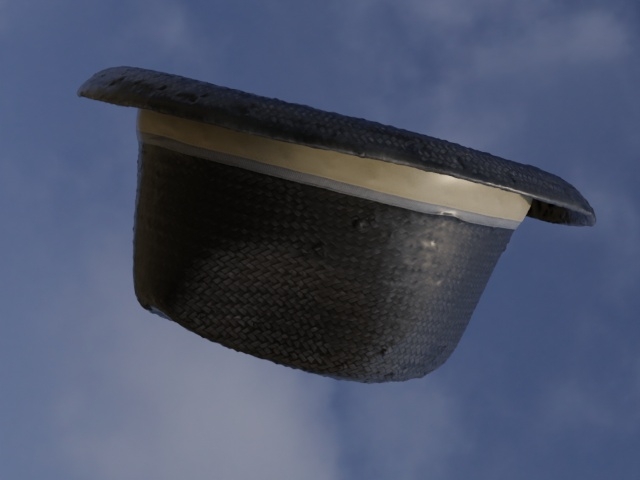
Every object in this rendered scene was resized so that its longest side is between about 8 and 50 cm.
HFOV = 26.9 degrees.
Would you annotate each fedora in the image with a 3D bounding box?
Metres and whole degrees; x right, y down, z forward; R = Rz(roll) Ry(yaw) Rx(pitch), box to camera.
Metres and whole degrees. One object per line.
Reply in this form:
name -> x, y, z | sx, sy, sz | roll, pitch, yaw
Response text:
fedora -> 0.000, 0.000, 0.835 | 0.334, 0.334, 0.152 | 16, -86, 44
